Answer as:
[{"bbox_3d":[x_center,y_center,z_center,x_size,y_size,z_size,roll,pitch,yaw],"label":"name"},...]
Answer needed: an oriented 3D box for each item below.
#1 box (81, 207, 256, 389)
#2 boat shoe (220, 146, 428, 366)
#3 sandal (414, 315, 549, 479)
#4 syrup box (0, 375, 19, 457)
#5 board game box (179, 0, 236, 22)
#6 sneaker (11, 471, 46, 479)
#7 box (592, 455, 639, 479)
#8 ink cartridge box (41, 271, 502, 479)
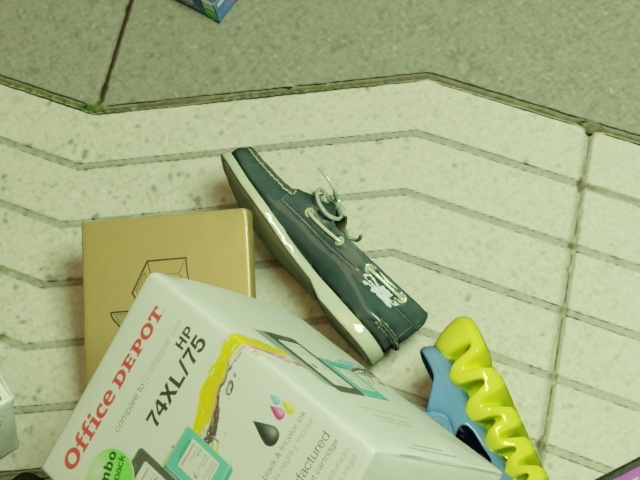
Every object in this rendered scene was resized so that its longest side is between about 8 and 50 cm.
[{"bbox_3d":[-0.138,0.075,1.560,0.164,0.021,0.201,-5,80,12],"label":"box"},{"bbox_3d":[0.000,0.000,1.576,0.079,0.095,0.254,-36,64,-8],"label":"boat shoe"},{"bbox_3d":[0.130,0.222,1.431,0.138,0.126,0.317,-24,53,0],"label":"sandal"},{"bbox_3d":[-0.393,0.187,1.512,0.237,0.093,0.096,-31,64,-23],"label":"syrup box"},{"bbox_3d":[-0.150,-0.328,1.808,0.201,0.035,0.136,28,70,22],"label":"board game box"},{"bbox_3d":[-0.356,0.286,1.495,0.283,0.107,0.124,-12,50,-4],"label":"sneaker"},{"bbox_3d":[0.290,0.262,1.427,0.116,0.029,0.162,-26,60,-4],"label":"box"},{"bbox_3d":[-0.042,0.186,1.369,0.270,0.197,0.198,35,100,36],"label":"ink cartridge box"}]
